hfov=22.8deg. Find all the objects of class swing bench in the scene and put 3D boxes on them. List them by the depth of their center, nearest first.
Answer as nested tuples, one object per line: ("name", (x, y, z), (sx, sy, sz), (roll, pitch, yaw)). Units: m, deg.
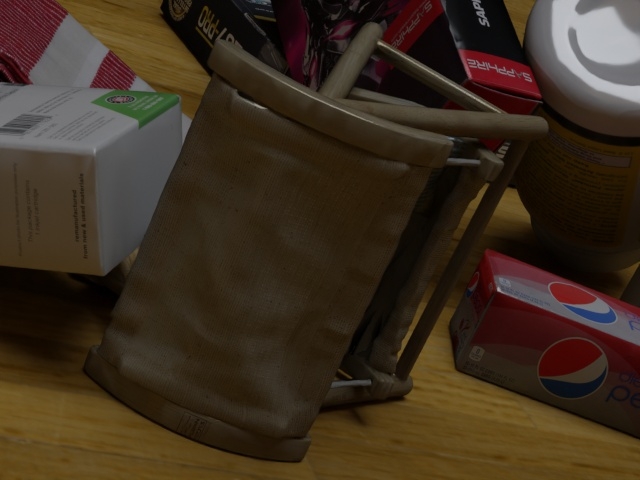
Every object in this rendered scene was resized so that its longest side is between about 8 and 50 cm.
("swing bench", (0.000, 0.000, 1.113), (0.165, 0.253, 0.255), (32, 23, 18))

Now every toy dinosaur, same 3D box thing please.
("toy dinosaur", (-0.162, 0.016, 1.205), (0.093, 0.053, 0.183), (39, 7, -12))

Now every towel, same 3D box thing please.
("towel", (-0.198, -0.130, 1.355), (0.329, 0.037, 0.237), (41, 17, -15))

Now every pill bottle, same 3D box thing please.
("pill bottle", (0.284, -0.106, 1.551), (0.188, 0.334, 0.187), (-1, 61, 3))

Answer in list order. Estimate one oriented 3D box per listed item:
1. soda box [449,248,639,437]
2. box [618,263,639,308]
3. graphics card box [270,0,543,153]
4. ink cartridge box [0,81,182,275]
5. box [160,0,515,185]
("soda box", (0.248, 0.103, 1.372), (0.263, 0.083, 0.092), (20, 22, -9))
("box", (0.403, 0.004, 1.452), (0.148, 0.311, 0.121), (18, 23, -14))
("graphics card box", (0.065, -0.209, 1.534), (0.094, 0.233, 0.370), (10, 50, -31))
("ink cartridge box", (-0.225, -0.050, 1.108), (0.220, 0.092, 0.160), (5, 19, 15))
("box", (0.049, -0.202, 1.848), (0.395, 0.097, 0.318), (9, 26, -34))
